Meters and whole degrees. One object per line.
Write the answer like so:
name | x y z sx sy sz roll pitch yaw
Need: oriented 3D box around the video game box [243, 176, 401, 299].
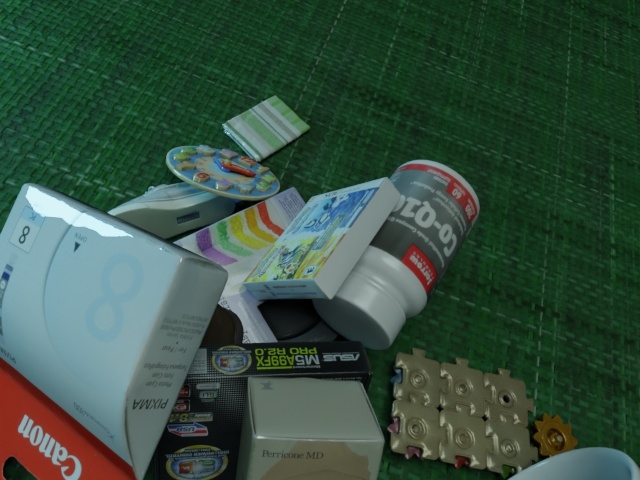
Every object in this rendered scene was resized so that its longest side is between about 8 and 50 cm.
video game box | 0.000 0.000 0.788 0.048 0.187 0.205 49 59 -20

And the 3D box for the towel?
towel | -0.110 -0.229 1.084 0.113 0.023 0.152 46 58 11

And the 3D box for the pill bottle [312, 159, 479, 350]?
pill bottle | 0.121 0.020 0.833 0.161 0.161 0.283 34 63 6

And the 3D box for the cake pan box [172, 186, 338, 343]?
cake pan box | -0.079 0.074 0.872 0.245 0.070 0.267 -27 79 -25

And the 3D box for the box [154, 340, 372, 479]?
box | -0.083 0.234 0.709 0.270 0.216 0.060 2 33 -13

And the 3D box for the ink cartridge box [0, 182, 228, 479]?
ink cartridge box | -0.310 0.152 0.612 0.308 0.091 0.385 20 84 30

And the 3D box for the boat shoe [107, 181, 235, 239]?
boat shoe | -0.266 -0.058 0.919 0.227 0.079 0.081 -15 46 -24

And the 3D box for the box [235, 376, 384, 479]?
box | -0.031 0.326 0.618 0.148 0.311 0.121 4 15 -11

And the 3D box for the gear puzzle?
gear puzzle | 0.268 0.294 0.868 0.339 0.044 0.175 15 57 -9

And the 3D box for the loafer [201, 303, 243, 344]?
loafer | -0.293 0.094 0.745 0.366 0.130 0.134 4 62 11

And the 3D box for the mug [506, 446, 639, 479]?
mug | 0.388 0.470 0.685 0.374 0.276 0.328 -17 71 -55

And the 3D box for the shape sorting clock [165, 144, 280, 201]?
shape sorting clock | -0.171 -0.126 0.946 0.206 0.040 0.206 19 21 -7
